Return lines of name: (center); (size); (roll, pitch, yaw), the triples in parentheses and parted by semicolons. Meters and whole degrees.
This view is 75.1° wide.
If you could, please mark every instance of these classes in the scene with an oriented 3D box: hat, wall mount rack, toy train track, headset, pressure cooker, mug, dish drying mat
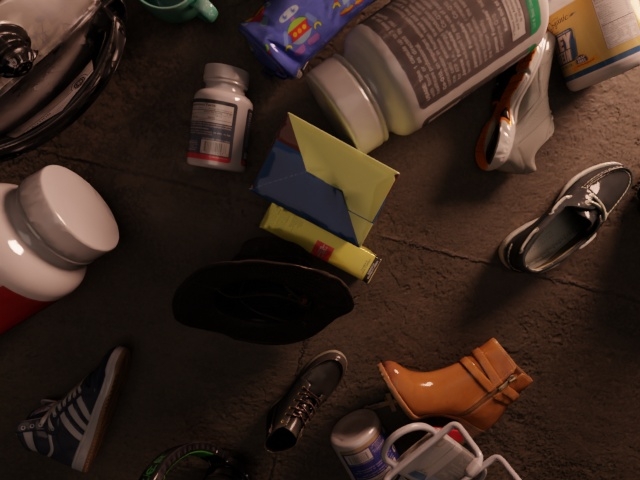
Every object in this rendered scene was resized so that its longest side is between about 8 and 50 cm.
hat: (-0.106, 0.076, 0.774); (0.332, 0.331, 0.133); (-2, 56, -1)
wall mount rack: (0.215, 0.505, 0.796); (0.304, 0.130, 0.350); (-43, 122, 6)
toy train track: (0.134, 0.349, 0.896); (0.083, 0.014, 0.048); (-19, 105, 7)
headset: (-0.226, 0.579, 0.826); (0.185, 0.243, 0.394); (-25, 117, 27)
pressure cooker: (-0.529, -0.328, 0.602); (0.420, 0.375, 0.370); (42, 123, -9)
mug: (-0.263, -0.446, 0.740); (0.130, 0.097, 0.157); (-18, 98, 1)
dish drying mat: (0.250, 0.384, 0.824); (0.083, 0.008, 0.032); (15, 117, -15)

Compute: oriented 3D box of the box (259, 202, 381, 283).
box: (0.000, 0.000, 0.810); (0.232, 0.087, 0.058); (28, 96, -6)

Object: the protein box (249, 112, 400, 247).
protein box: (0.004, -0.102, 0.738); (0.200, 0.201, 0.135); (28, 96, -4)

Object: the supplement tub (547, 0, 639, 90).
supplement tub: (0.489, -0.388, 0.740); (0.144, 0.144, 0.199); (-24, 97, 2)

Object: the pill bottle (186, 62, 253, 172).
pill bottle: (-0.181, -0.221, 0.766); (0.108, 0.108, 0.180); (9, 97, -2)

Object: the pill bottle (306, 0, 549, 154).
pill bottle: (0.170, -0.314, 0.713); (0.361, 0.204, 0.204); (-34, 97, 3)

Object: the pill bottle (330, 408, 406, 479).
pill bottle: (0.109, 0.459, 0.859); (0.112, 0.112, 0.186); (-28, 98, 2)

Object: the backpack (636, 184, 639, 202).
backpack: (0.770, -0.128, 0.766); (0.225, 0.191, 0.253); (33, 91, -4)

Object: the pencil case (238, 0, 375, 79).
pencil case: (0.001, -0.417, 0.738); (0.306, 0.119, 0.133); (-41, 109, 4)

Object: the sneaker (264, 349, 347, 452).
sneaker: (-0.024, 0.326, 0.835); (0.083, 0.118, 0.222); (41, 95, -6)

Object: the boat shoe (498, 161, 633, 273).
boat shoe: (0.496, -0.038, 0.811); (0.302, 0.091, 0.114); (-44, 96, 5)

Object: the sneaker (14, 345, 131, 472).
sneaker: (-0.496, 0.323, 0.836); (0.153, 0.099, 0.282); (22, 99, -6)

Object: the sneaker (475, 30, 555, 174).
sneaker: (0.394, -0.251, 0.790); (0.121, 0.099, 0.262); (13, 105, -10)

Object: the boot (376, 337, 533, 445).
boot: (0.271, 0.276, 0.831); (0.283, 0.109, 0.220); (42, 101, -12)

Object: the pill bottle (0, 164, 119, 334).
pill bottle: (-0.584, 0.045, 0.732); (0.408, 0.229, 0.229); (-31, 97, 3)
